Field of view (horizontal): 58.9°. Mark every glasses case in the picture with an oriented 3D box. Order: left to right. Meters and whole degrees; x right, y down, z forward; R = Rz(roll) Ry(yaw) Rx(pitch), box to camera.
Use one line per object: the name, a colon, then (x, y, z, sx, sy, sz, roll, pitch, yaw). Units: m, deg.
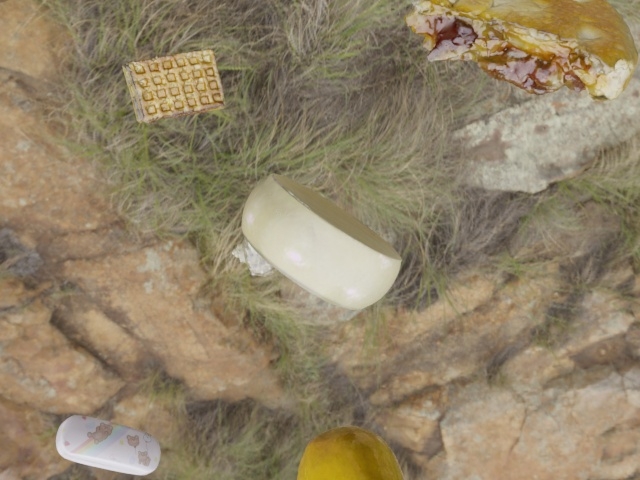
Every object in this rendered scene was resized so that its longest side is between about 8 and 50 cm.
glasses case: (-0.161, 0.158, 0.437, 0.083, 0.032, 0.021, 32, 121, -34)

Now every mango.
mango: (0.049, 0.360, 0.795, 0.119, 0.317, 0.176, 28, 84, -20)

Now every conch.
conch: (-0.085, -0.001, 1.186, 0.207, 0.129, 0.155, -10, 161, -1)

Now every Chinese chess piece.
Chinese chess piece: (0.000, 0.000, 0.852, 0.251, 0.251, 0.097, 31, 101, -17)

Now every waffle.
waffle: (-0.237, -0.253, 0.929, 0.148, 0.042, 0.102, -18, 98, -25)

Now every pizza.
pizza: (0.167, -0.170, 0.491, 0.194, 0.154, 0.069, 11, 136, 9)

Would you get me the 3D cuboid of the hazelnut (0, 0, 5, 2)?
hazelnut: (-0.390, -0.431, 0.572, 0.315, 0.372, 0.372, 35, 128, 14)
